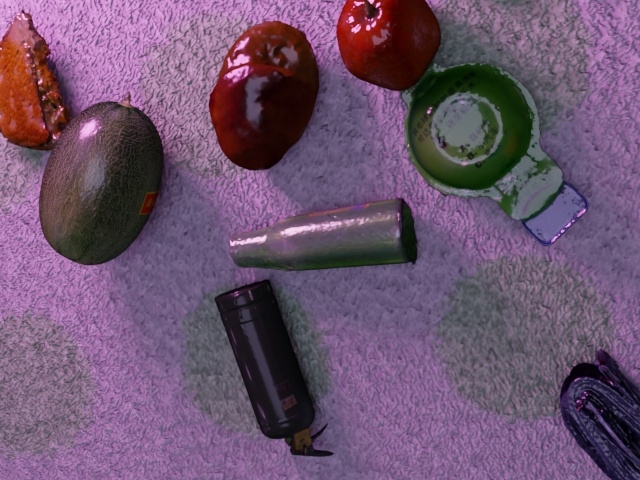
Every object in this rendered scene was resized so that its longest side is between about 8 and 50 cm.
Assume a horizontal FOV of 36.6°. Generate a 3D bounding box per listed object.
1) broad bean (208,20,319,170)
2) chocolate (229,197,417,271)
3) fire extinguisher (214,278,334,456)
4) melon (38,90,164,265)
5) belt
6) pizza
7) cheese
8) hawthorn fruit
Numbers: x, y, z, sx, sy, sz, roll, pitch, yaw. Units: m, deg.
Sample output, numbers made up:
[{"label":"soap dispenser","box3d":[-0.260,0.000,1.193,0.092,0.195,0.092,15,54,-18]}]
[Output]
[{"label":"broad bean","box3d":[-0.086,-0.220,1.480,0.156,0.122,0.228,24,108,10]},{"label":"chocolate","box3d":[0.000,0.000,1.514,0.291,0.110,0.110,-6,98,16]},{"label":"fire extinguisher","box3d":[-0.072,0.220,1.570,0.114,0.095,0.311,-19,95,-16]},{"label":"melon","box3d":[-0.343,-0.099,1.529,0.182,0.182,0.287,25,106,7]},{"label":"belt","box3d":[0.447,0.286,1.443,0.122,0.128,0.218,-43,87,17]},{"label":"pizza","box3d":[-0.481,-0.253,1.596,0.147,0.069,0.226,-12,94,36]},{"label":"cheese","box3d":[0.254,-0.131,1.437,0.320,0.083,0.204,45,104,5]},{"label":"hawthorn fruit","box3d":[0.087,-0.303,1.379,0.163,0.203,0.162,-1,86,20]}]
